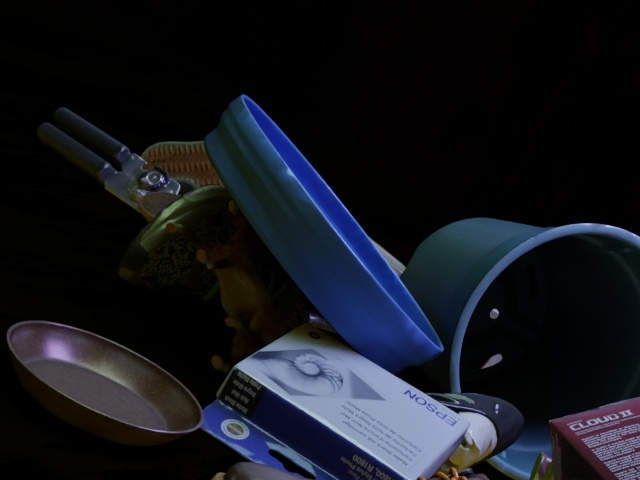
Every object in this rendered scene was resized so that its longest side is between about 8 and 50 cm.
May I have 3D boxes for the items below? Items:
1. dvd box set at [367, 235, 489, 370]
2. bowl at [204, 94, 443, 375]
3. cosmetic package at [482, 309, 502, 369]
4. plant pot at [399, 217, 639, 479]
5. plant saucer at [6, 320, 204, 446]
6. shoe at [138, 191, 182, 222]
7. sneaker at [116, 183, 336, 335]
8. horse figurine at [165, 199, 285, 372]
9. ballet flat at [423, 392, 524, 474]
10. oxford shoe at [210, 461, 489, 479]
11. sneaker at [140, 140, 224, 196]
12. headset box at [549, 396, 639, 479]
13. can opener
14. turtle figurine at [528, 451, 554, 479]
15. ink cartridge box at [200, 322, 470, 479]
[{"bbox_3d":[0.079,0.046,2.184,0.307,0.062,0.420,37,4,-25],"label":"dvd box set"},{"bbox_3d":[0.000,0.000,1.628,0.391,0.077,0.391,51,5,-6],"label":"bowl"},{"bbox_3d":[0.293,0.171,2.196,0.239,0.099,0.060,36,11,40],"label":"cosmetic package"},{"bbox_3d":[0.271,0.120,1.848,0.341,0.341,0.334,24,2,-20],"label":"plant pot"},{"bbox_3d":[-0.204,0.138,1.259,0.198,0.036,0.198,26,10,-5],"label":"plant saucer"},{"bbox_3d":[-0.179,-0.005,2.008,0.219,0.058,0.076,26,40,19],"label":"shoe"},{"bbox_3d":[-0.085,0.046,1.766,0.182,0.158,0.410,47,23,29],"label":"sneaker"},{"bbox_3d":[-0.094,0.070,1.612,0.174,0.066,0.263,12,53,-66],"label":"horse figurine"},{"bbox_3d":[0.119,0.221,1.556,0.280,0.095,0.096,12,25,-21],"label":"ballet flat"},{"bbox_3d":[0.076,0.243,1.179,0.363,0.133,0.130,23,12,-23],"label":"oxford shoe"},{"bbox_3d":[-0.160,-0.093,2.171,0.302,0.108,0.121,11,-16,44],"label":"sneaker"},{"bbox_3d":[0.309,0.295,1.240,0.110,0.218,0.293,-12,22,-11],"label":"headset box"},{"bbox_3d":[-0.328,-0.109,2.145,0.283,0.076,0.095,32,-21,29],"label":"can opener"},{"bbox_3d":[0.361,0.327,1.616,0.217,0.087,0.269,27,10,-3],"label":"turtle figurine"},{"bbox_3d":[0.016,0.185,1.395,0.223,0.045,0.224,30,27,17],"label":"ink cartridge box"}]
